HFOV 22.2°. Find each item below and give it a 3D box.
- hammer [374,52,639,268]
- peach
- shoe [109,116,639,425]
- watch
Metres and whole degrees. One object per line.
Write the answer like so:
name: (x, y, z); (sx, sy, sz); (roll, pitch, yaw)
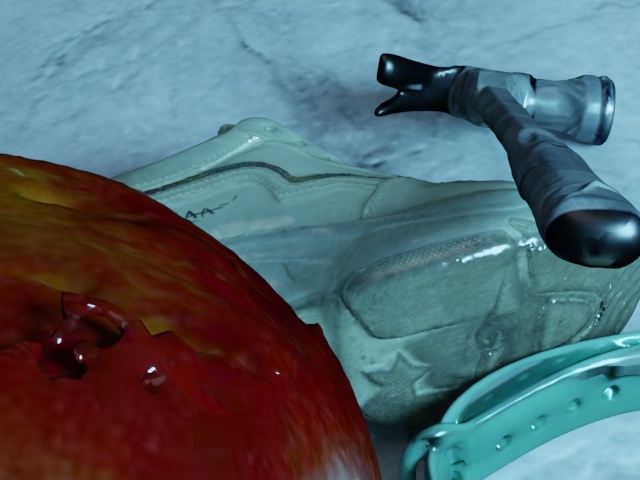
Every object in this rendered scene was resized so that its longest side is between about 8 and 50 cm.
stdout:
hammer: (0.116, -0.050, 0.845); (0.152, 0.044, 0.427); (7, 12, -4)
peach: (-0.148, 0.152, 0.589); (0.339, 0.353, 0.417); (1, 36, 4)
shoe: (0.000, 0.000, 0.906); (0.341, 0.132, 0.211); (-12, 43, -5)
watch: (0.159, 0.126, 0.801); (0.237, 0.068, 0.195); (-7, 43, -1)
